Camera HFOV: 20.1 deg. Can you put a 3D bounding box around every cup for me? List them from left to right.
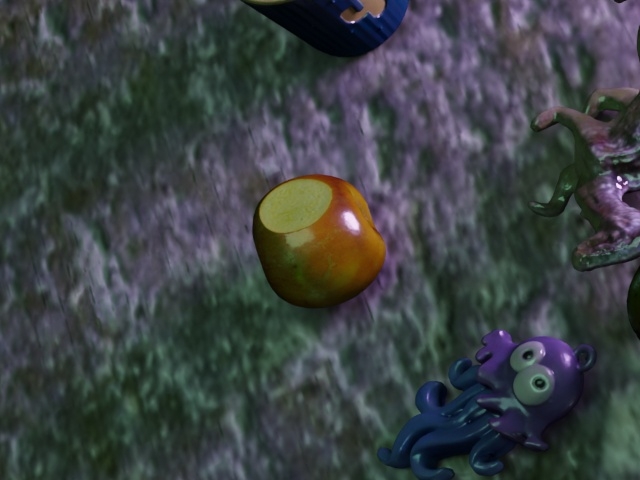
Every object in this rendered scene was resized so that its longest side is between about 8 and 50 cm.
[{"bbox_3d":[0.011,-0.249,1.527,0.131,0.155,0.176,37,90,29],"label":"cup"}]

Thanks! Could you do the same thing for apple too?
[{"bbox_3d":[0.000,0.000,1.488,0.102,0.099,0.114,-18,41,10],"label":"apple"}]

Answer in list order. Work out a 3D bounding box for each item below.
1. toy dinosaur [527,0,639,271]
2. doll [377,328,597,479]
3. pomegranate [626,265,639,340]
[{"bbox_3d":[0.255,-0.093,1.388,0.162,0.077,0.294,18,70,39],"label":"toy dinosaur"},{"bbox_3d":[0.128,0.133,1.407,0.206,0.067,0.110,-33,54,24],"label":"doll"},{"bbox_3d":[0.289,0.043,1.334,0.130,0.130,0.130,-8,71,23],"label":"pomegranate"}]
